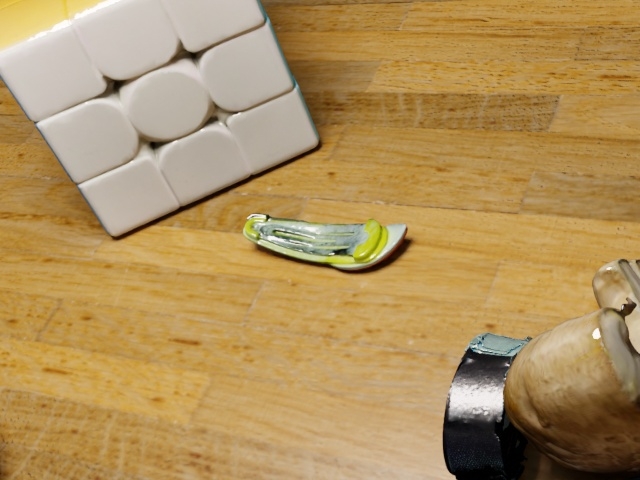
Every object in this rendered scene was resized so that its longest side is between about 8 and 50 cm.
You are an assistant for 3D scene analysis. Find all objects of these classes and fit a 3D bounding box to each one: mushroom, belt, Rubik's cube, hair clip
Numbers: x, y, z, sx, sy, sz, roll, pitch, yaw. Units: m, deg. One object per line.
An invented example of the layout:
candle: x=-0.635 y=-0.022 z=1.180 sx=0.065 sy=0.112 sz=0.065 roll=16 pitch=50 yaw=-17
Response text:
mushroom: x=0.213 y=0.109 z=0.743 sx=0.151 sy=0.286 sz=0.156 roll=-30 pitch=70 yaw=30
belt: x=0.143 y=0.137 z=0.821 sx=0.058 sy=0.105 sz=0.140 roll=4 pitch=40 yaw=28
Rubik's cube: x=-0.207 y=-0.237 z=1.207 sx=0.291 sy=0.290 sz=0.291 roll=-23 pitch=42 yaw=2
hair clip: x=0.000 y=0.000 z=1.070 sx=0.188 sy=0.033 sz=0.060 roll=7 pitch=54 yaw=26

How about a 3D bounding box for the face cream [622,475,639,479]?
face cream: x=0.156 y=0.240 z=0.726 sx=0.385 sy=0.086 sz=0.135 roll=-18 pitch=6 yaw=8
